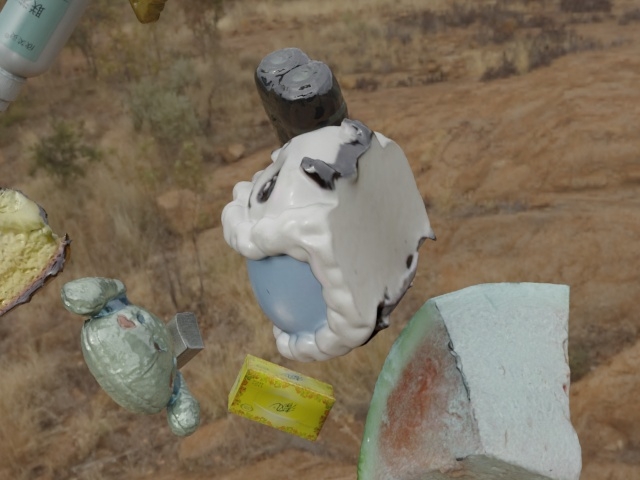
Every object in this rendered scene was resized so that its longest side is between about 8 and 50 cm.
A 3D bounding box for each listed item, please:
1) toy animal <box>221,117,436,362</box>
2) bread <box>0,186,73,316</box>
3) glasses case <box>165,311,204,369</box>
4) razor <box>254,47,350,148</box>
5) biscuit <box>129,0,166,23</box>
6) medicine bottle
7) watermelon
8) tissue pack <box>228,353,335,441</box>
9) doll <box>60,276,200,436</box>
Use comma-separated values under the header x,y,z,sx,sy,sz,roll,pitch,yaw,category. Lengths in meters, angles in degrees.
x,y,z,sx,sy,sz,roll,pitch,yaw,category
0.000,0.000,0.749,0.155,0.204,0.208,-14,22,31,toy animal
-0.432,0.025,1.055,0.160,0.140,0.169,-39,10,20,bread
-0.284,0.206,1.403,0.047,0.205,0.071,3,57,-43,glasses case
-0.013,-0.156,1.362,0.113,0.349,0.204,-27,41,-16,razor
-0.157,-0.337,0.727,0.029,0.172,0.254,-16,-12,-33,biscuit
-0.488,-0.342,1.312,0.110,0.352,0.110,35,15,-11,medicine bottle
0.205,0.228,0.941,0.228,0.388,0.258,22,8,-28,watermelon
-0.071,0.289,1.433,0.175,0.095,0.062,23,12,-11,tissue pack
-0.197,0.120,0.827,0.071,0.214,0.103,-29,21,15,doll
